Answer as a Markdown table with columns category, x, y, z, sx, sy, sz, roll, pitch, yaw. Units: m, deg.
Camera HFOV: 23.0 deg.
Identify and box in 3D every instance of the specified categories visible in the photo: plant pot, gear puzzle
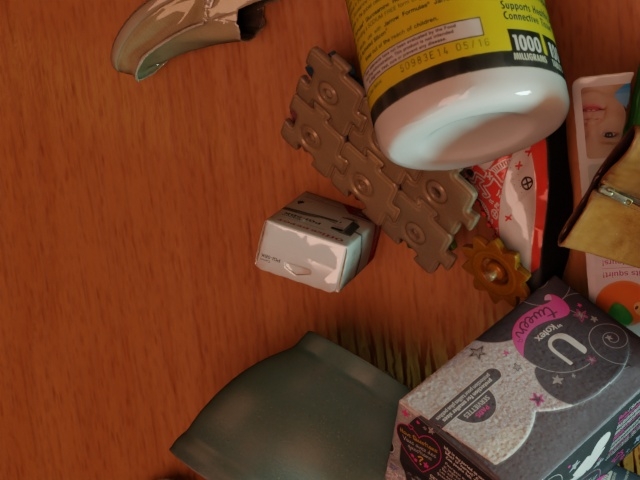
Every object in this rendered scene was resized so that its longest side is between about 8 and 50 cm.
| category | x | y | z | sx | sy | sz | roll | pitch | yaw |
| --- | --- | --- | --- | --- | --- | --- | --- | --- | --- |
| plant pot | 0.010 | 0.223 | 1.717 | 0.293 | 0.293 | 0.196 | 31 | 84 | 8 |
| gear puzzle | 0.102 | -0.062 | 1.659 | 0.339 | 0.044 | 0.175 | 43 | 147 | 14 |

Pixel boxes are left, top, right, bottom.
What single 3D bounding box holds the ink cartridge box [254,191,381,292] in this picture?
| category | x | y | z | sx | sy | sz | roll | pitch | yaw |
| --- | --- | --- | --- | --- | --- | --- | --- | --- | --- |
| ink cartridge box | 0.000 | 0.000 | 1.714 | 0.099 | 0.135 | 0.056 | 18 | 110 | 13 |

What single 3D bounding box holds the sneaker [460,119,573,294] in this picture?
| category | x | y | z | sx | sy | sz | roll | pitch | yaw |
| --- | --- | --- | --- | --- | --- | --- | --- | --- | --- |
| sneaker | 0.184 | -0.068 | 1.664 | 0.145 | 0.090 | 0.270 | 8 | 114 | 29 |

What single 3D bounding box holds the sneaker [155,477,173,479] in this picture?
| category | x | y | z | sx | sy | sz | roll | pitch | yaw |
| --- | --- | --- | --- | --- | --- | --- | --- | --- | --- |
| sneaker | -0.233 | 0.403 | 1.933 | 0.118 | 0.110 | 0.292 | 37 | 121 | -3 |

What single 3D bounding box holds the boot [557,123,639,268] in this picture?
| category | x | y | z | sx | sy | sz | roll | pitch | yaw |
| --- | --- | --- | --- | --- | --- | --- | --- | --- | --- |
| boot | 0.357 | 0.044 | 1.474 | 0.280 | 0.096 | 0.264 | 17 | 130 | -7 |

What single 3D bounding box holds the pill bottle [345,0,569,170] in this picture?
| category | x | y | z | sx | sy | sz | roll | pitch | yaw |
| --- | --- | --- | --- | --- | --- | --- | --- | --- | --- |
| pill bottle | 0.116 | -0.252 | 1.528 | 0.188 | 0.188 | 0.334 | -19 | 72 | 22 |

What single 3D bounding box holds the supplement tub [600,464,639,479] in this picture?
| category | x | y | z | sx | sy | sz | roll | pitch | yaw |
| --- | --- | --- | --- | --- | --- | --- | --- | --- | --- |
| supplement tub | 0.327 | 0.348 | 1.672 | 0.272 | 0.191 | 0.191 | 25 | 111 | 11 |

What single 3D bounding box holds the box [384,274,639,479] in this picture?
| category | x | y | z | sx | sy | sz | roll | pitch | yaw |
| --- | --- | --- | --- | --- | --- | --- | --- | --- | --- |
| box | 0.207 | 0.178 | 1.579 | 0.163 | 0.247 | 0.142 | 38 | 144 | 26 |

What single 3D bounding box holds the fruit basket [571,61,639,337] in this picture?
| category | x | y | z | sx | sy | sz | roll | pitch | yaw |
| --- | --- | --- | --- | --- | --- | --- | --- | --- | --- |
| fruit basket | 0.422 | -0.013 | 1.551 | 0.327 | 0.165 | 0.353 | -3 | 114 | 10 |

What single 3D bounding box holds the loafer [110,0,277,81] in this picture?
| category | x | y | z | sx | sy | sz | roll | pitch | yaw |
| --- | --- | --- | --- | --- | --- | --- | --- | --- | --- |
| loafer | -0.114 | -0.246 | 1.701 | 0.268 | 0.102 | 0.092 | -35 | 86 | 23 |
